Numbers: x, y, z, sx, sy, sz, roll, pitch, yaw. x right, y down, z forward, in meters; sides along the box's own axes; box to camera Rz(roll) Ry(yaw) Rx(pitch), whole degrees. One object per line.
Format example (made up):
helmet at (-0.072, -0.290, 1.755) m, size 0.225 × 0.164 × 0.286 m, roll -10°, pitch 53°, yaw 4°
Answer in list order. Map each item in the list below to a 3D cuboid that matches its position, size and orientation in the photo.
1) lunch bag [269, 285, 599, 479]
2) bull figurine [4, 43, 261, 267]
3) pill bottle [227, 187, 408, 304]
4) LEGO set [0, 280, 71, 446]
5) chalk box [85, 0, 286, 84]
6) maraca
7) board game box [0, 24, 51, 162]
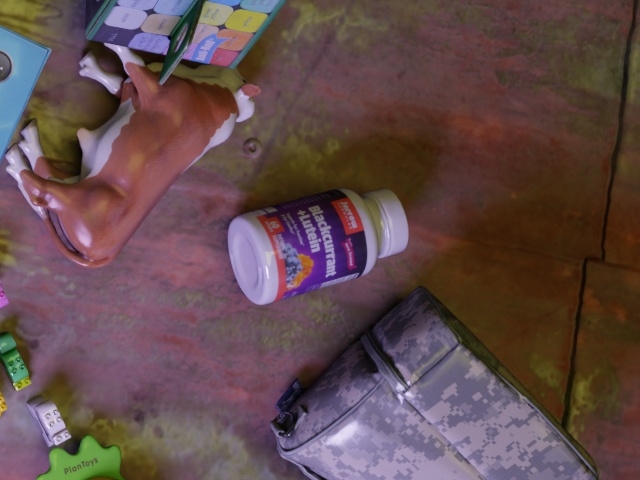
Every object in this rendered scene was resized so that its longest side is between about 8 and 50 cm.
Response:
lunch bag at (0.126, 0.239, 1.930) m, size 0.256 × 0.212 × 0.305 m, roll -44°, pitch 106°, yaw 0°
bull figurine at (-0.206, -0.120, 1.830) m, size 0.188 × 0.101 × 0.310 m, roll 41°, pitch 69°, yaw -13°
pill bottle at (0.000, 0.000, 1.921) m, size 0.194 × 0.108 × 0.108 m, roll -16°, pitch 98°, yaw -24°
LEGO set at (-0.347, 0.139, 1.774) m, size 0.087 × 0.093 × 0.227 m, roll -29°, pitch 103°, yaw -21°
chalk box at (-0.139, -0.305, 1.759) m, size 0.179 × 0.180 × 0.288 m, roll 8°, pitch 64°, yaw -25°
maraca at (-0.246, 0.308, 1.822) m, size 0.127 × 0.099 × 0.185 m, roll -20°, pitch 94°, yaw -37°
board game box at (-0.464, -0.100, 1.706) m, size 0.254 × 0.079 × 0.336 m, roll 26°, pitch 84°, yaw -27°
